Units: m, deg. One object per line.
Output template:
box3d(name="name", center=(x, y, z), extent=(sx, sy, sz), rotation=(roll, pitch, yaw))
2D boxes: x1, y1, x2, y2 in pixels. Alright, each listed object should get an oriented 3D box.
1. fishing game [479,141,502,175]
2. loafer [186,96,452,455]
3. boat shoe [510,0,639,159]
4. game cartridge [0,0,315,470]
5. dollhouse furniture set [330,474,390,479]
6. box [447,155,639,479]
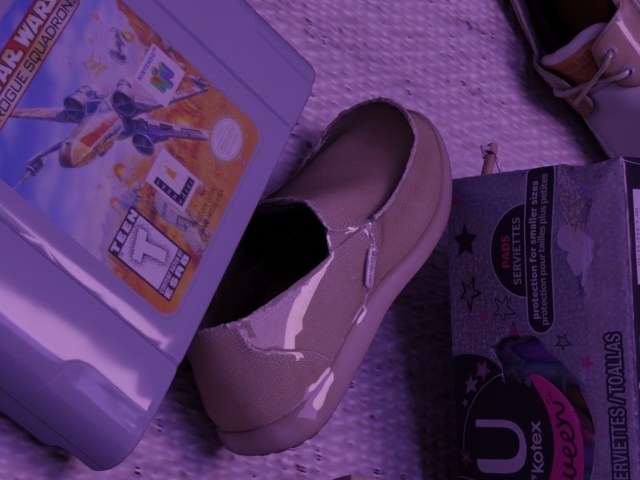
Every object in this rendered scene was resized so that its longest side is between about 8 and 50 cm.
box3d(name="fishing game", center=(0.166, 0.058, 1.155), extent=(0.264, 0.041, 0.189), rotation=(46, 46, -36))
box3d(name="loafer", center=(0.000, 0.000, 0.944), extent=(0.092, 0.102, 0.268), rotation=(58, 40, -33))
box3d(name="boat shoe", center=(0.215, -0.144, 1.252), extent=(0.103, 0.113, 0.302), rotation=(-20, 78, -48))
box3d(name="game cartridge", center=(-0.124, -0.052, 0.862), extent=(0.198, 0.062, 0.297), rotation=(45, 49, -27))
box3d(name="dollhouse furniture set", center=(0.086, 0.193, 0.893), extent=(0.129, 0.184, 0.129), rotation=(16, 62, -43))
box3d(name="box", center=(0.180, 0.079, 1.020), extent=(0.163, 0.142, 0.247), rotation=(1, 84, -46))
